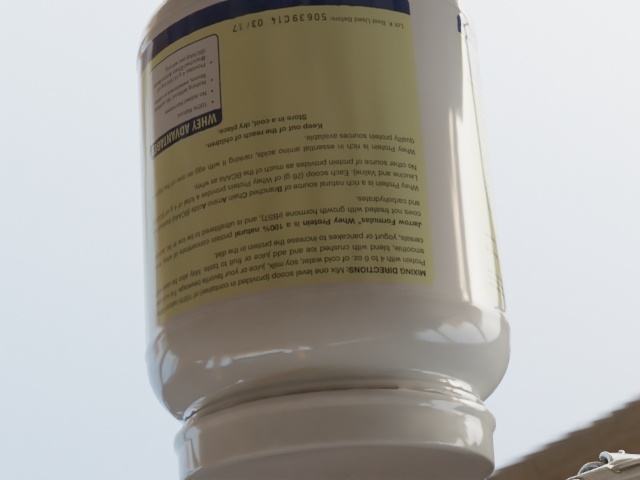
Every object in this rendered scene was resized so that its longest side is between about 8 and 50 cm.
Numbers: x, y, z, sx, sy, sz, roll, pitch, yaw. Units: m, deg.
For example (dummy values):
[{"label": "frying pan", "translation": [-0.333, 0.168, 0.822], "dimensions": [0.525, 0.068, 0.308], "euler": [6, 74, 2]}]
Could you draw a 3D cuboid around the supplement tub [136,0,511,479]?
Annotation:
[{"label": "supplement tub", "translation": [0.000, 0.000, 1.077], "dimensions": [0.235, 0.235, 0.324], "euler": [-9, -112, 14]}]

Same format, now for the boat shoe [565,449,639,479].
[{"label": "boat shoe", "translation": [0.193, 0.163, 0.997], "dimensions": [0.258, 0.095, 0.084], "euler": [-6, -149, -43]}]
